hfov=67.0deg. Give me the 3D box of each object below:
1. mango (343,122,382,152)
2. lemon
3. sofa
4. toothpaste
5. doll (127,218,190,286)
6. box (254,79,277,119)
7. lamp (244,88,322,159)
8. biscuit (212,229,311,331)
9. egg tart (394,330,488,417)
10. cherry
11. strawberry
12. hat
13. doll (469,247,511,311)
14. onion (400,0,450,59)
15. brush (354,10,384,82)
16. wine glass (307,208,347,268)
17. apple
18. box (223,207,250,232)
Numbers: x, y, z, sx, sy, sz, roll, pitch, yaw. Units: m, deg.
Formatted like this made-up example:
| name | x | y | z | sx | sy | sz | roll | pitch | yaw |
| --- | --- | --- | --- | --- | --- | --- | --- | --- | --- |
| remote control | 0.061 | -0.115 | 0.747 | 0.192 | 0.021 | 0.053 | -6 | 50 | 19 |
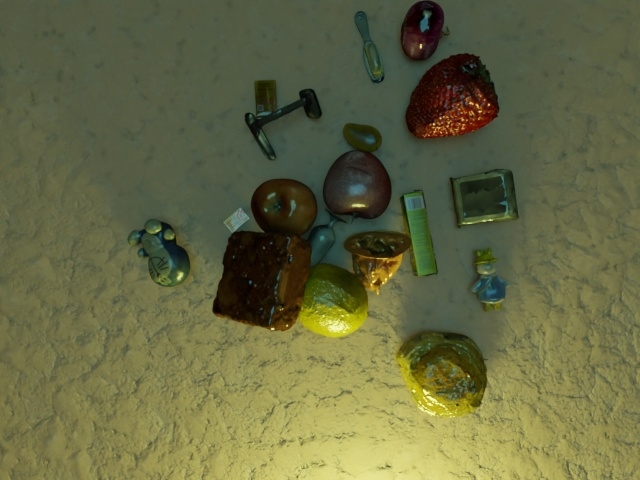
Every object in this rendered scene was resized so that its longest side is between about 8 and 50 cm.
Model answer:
| name | x | y | z | sx | sy | sz | roll | pitch | yaw |
| --- | --- | --- | --- | --- | --- | --- | --- | --- | --- |
| mango | 0.162 | -0.406 | 1.892 | 0.160 | 0.076 | 0.103 | 25 | 93 | 5 |
| lemon | 0.039 | 0.224 | 1.776 | 0.321 | 0.268 | 0.269 | 24 | 88 | -7 |
| sofa | 0.636 | -0.164 | 1.877 | 0.225 | 0.176 | 0.210 | -11 | 88 | 29 |
| toothpaste | 0.375 | -0.025 | 1.858 | 0.077 | 0.110 | 0.328 | -10 | 88 | -1 |
| doll | -0.606 | 0.054 | 1.850 | 0.228 | 0.154 | 0.259 | -27 | 79 | 33 |
| box | -0.218 | -0.560 | 1.927 | 0.088 | 0.022 | 0.157 | -5 | 88 | 1 |
| lamp | -0.127 | -0.444 | 1.872 | 0.283 | 0.124 | 0.203 | -25 | 114 | -4 |
| biscuit | -0.207 | 0.138 | 1.732 | 0.166 | 0.394 | 0.343 | 15 | 83 | -40 |
| egg tart | 0.480 | 0.504 | 1.821 | 0.339 | 0.153 | 0.352 | -17 | 89 | -3 |
| cherry | 0.142 | -0.208 | 1.819 | 0.260 | 0.221 | 0.308 | 8 | 69 | -7 |
| strawberry | 0.482 | -0.522 | 1.825 | 0.351 | 0.267 | 0.312 | -29 | 58 | 28 |
| hat | 0.224 | 0.108 | 1.848 | 0.244 | 0.233 | 0.234 | -18 | 121 | -22 |
| doll | 0.647 | 0.150 | 1.855 | 0.135 | 0.098 | 0.241 | -11 | 86 | 40 |
| onion | 0.392 | -0.811 | 1.855 | 0.200 | 0.200 | 0.207 | 39 | 95 | 2 |
| brush | 0.192 | -0.774 | 1.911 | 0.068 | 0.060 | 0.297 | -17 | 88 | 2 |
| wine glass | 0.000 | 0.000 | 1.867 | 0.103 | 0.103 | 0.231 | 32 | 93 | 2 |
| apple | -0.137 | -0.123 | 1.810 | 0.253 | 0.253 | 0.254 | 0 | 88 | 1 |
| box | -0.332 | -0.080 | 1.915 | 0.093 | 0.015 | 0.058 | -40 | 86 | 0 |
